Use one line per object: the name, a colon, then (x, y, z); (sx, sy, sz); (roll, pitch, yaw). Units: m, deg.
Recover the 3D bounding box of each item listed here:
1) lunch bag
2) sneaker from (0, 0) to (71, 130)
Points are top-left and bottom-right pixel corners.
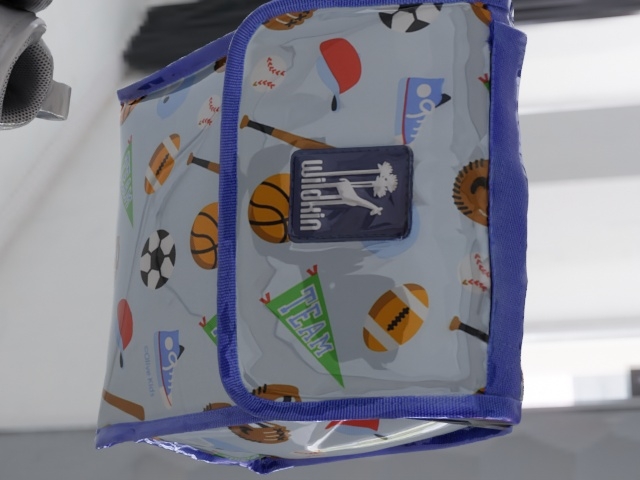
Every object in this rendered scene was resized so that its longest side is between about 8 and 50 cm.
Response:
lunch bag: (0.000, 0.000, 1.174); (0.239, 0.385, 0.328); (12, -107, -38)
sneaker: (-0.252, -0.145, 0.726); (0.137, 0.210, 0.366); (-62, -16, -5)
